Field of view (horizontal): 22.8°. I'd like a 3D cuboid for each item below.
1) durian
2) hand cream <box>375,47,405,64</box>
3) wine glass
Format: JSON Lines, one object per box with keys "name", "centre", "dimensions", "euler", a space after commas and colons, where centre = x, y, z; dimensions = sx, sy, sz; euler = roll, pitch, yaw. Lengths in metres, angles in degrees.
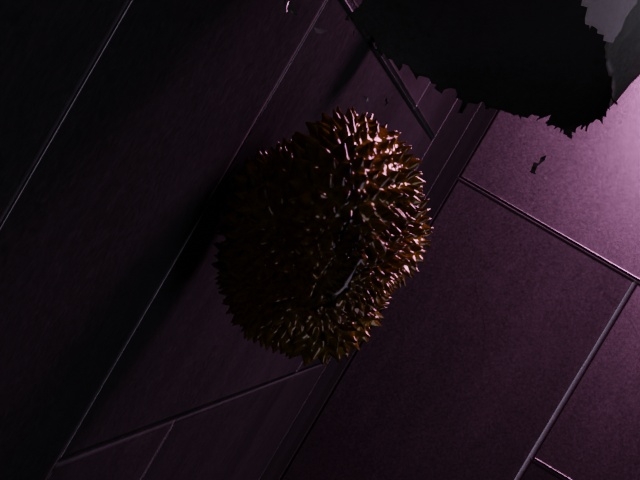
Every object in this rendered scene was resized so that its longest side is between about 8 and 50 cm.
{"name": "durian", "centre": [0.000, 0.000, 0.995], "dimensions": [0.168, 0.137, 0.158], "euler": [-64, 161, -70]}
{"name": "hand cream", "centre": [0.120, -0.253, 1.149], "dimensions": [0.275, 0.050, 0.079], "euler": [-65, -163, 6]}
{"name": "wine glass", "centre": [0.137, -0.228, 0.778], "dimensions": [0.357, 0.190, 0.190], "euler": [-57, 172, -13]}
